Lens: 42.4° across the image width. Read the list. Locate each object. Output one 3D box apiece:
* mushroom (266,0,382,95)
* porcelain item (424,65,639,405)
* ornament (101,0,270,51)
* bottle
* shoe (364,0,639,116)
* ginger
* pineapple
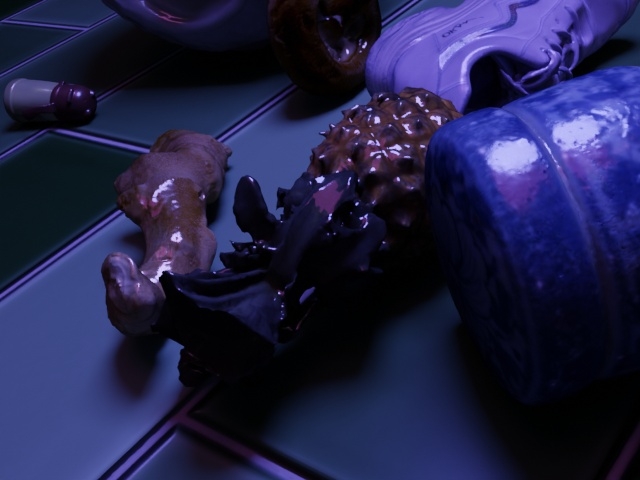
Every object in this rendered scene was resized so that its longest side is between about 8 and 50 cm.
[{"bbox_3d":[0.012,-0.217,0.756,0.080,0.135,0.170,24,76,39],"label":"mushroom"},{"bbox_3d":[0.119,-0.002,0.406,0.114,0.147,0.147,-19,34,-2],"label":"porcelain item"},{"bbox_3d":[-0.098,-0.373,0.861,0.337,0.337,0.337,-10,34,7],"label":"ornament"},{"bbox_3d":[-0.280,-0.143,0.863,0.101,0.047,0.063,7,53,22],"label":"bottle"},{"bbox_3d":[0.167,-0.156,0.668,0.245,0.095,0.137,-24,38,-7],"label":"shoe"},{"bbox_3d":[-0.113,-0.021,0.592,0.089,0.075,0.288,10,30,-4],"label":"ginger"},{"bbox_3d":[0.000,0.000,0.483,0.111,0.119,0.237,16,40,38],"label":"pineapple"}]
